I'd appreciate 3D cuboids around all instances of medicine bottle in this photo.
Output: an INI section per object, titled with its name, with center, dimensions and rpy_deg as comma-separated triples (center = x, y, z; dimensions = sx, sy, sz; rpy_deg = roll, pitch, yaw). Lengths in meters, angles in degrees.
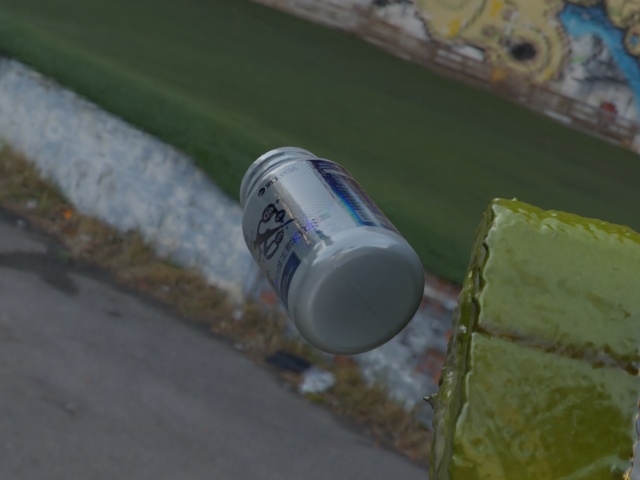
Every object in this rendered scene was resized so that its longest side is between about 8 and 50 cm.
[medicine bottle]
center = 0.000, 0.000, 1.023
dimensions = 0.107, 0.107, 0.191
rpy_deg = 13, 22, -28

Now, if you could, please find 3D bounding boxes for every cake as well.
[cake]
center = 0.159, 0.110, 0.950
dimensions = 0.156, 0.260, 0.179
rpy_deg = 13, -13, 5
